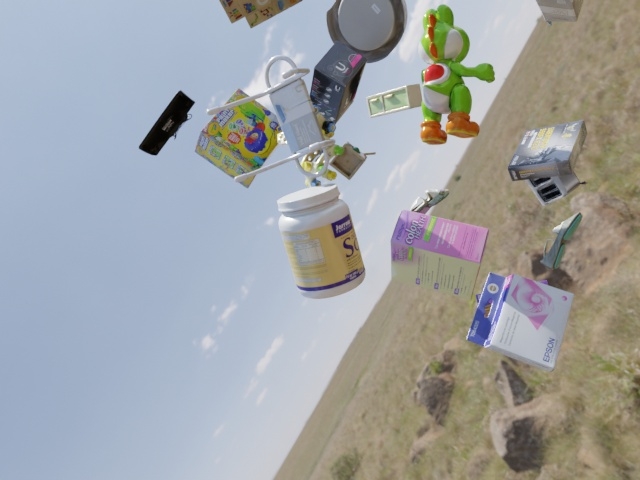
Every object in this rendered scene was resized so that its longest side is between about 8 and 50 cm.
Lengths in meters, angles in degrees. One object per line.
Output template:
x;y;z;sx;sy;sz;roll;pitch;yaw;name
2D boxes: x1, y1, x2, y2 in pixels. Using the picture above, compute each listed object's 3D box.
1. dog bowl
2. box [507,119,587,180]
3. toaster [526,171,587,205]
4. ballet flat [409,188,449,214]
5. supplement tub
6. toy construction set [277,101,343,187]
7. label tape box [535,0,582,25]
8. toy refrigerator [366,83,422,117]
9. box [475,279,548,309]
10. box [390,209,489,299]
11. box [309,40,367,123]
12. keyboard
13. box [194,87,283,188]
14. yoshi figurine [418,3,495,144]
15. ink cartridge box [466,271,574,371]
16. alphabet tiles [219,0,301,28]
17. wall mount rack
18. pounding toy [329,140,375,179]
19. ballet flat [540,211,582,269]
0.200;-0.920;2.089;0.102;0.349;0.349;-47;-16;-48;dog bowl
0.714;-0.282;1.590;0.231;0.183;0.056;-52;-57;-34;box
0.955;-0.250;2.085;0.110;0.168;0.185;-34;-1;-28;toaster
0.455;-0.166;2.170;0.221;0.079;0.077;-41;14;-4;ballet flat
0.000;0.000;1.669;0.241;0.241;0.331;-42;-60;-60;supplement tub
-0.042;-0.320;1.640;0.215;0.151;0.327;-63;-28;-8;toy construction set
0.731;-0.785;1.467;0.347;0.115;0.249;-12;-61;-58;label tape box
0.334;-0.638;2.326;0.094;0.269;0.102;-20;-76;-34;toy refrigerator
0.838;0.254;2.194;0.201;0.293;0.057;40;-140;-59;box
0.330;0.043;1.433;0.213;0.243;0.117;76;-148;-56;box
0.060;-0.607;1.976;0.165;0.143;0.270;-55;-5;-20;box
-0.419;-0.317;1.374;0.192;0.038;0.100;-52;-21;2;keyboard
-0.333;-0.436;2.171;0.290;0.279;0.177;-60;9;-30;box
0.359;-0.454;1.399;0.203;0.203;0.362;121;146;-89;yoshi figurine
0.787;0.303;1.993;0.071;0.330;0.324;74;-142;-62;ink cartridge box
-0.206;-0.930;1.822;0.342;0.011;0.285;-27;-30;3;alphabet tiles
-0.131;-0.316;1.397;0.304;0.350;0.130;-16;8;32;wall mount rack
0.134;-0.339;2.093;0.141;0.130;0.100;-51;4;22;pounding toy
0.804;-0.006;1.706;0.072;0.068;0.213;-1;-64;-45;ballet flat
